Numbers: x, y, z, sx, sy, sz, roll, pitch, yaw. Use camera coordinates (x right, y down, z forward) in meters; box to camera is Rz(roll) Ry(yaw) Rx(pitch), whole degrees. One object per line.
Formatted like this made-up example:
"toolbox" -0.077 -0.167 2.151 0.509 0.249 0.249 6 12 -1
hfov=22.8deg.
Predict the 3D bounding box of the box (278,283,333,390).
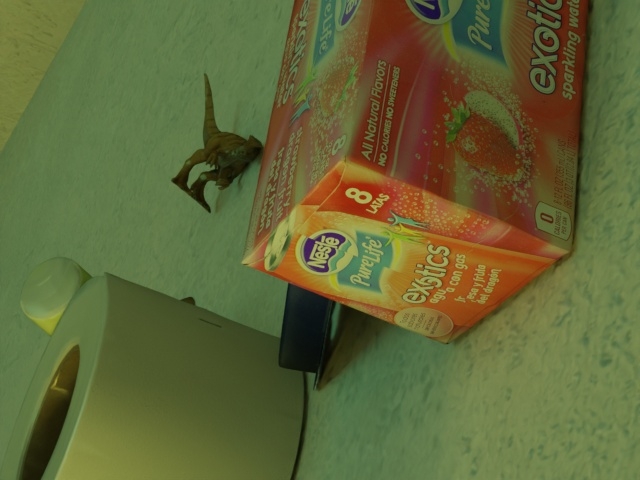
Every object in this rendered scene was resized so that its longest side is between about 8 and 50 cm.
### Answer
"box" 0.000 0.000 1.125 0.225 0.036 0.136 98 -179 -57

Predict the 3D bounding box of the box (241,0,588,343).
"box" 0.066 -0.111 0.992 0.142 0.154 0.300 -45 28 52

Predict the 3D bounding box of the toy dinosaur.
"toy dinosaur" -0.105 -0.093 1.651 0.112 0.064 0.211 -50 28 -1

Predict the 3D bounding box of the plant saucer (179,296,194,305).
"plant saucer" -0.152 0.094 1.618 0.083 0.015 0.083 -56 21 35

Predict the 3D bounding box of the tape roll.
"tape roll" -0.139 0.168 1.241 0.246 0.169 0.246 -55 21 34

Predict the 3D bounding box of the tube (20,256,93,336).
"tube" -0.179 0.096 1.419 0.070 0.240 0.062 -42 51 -3
